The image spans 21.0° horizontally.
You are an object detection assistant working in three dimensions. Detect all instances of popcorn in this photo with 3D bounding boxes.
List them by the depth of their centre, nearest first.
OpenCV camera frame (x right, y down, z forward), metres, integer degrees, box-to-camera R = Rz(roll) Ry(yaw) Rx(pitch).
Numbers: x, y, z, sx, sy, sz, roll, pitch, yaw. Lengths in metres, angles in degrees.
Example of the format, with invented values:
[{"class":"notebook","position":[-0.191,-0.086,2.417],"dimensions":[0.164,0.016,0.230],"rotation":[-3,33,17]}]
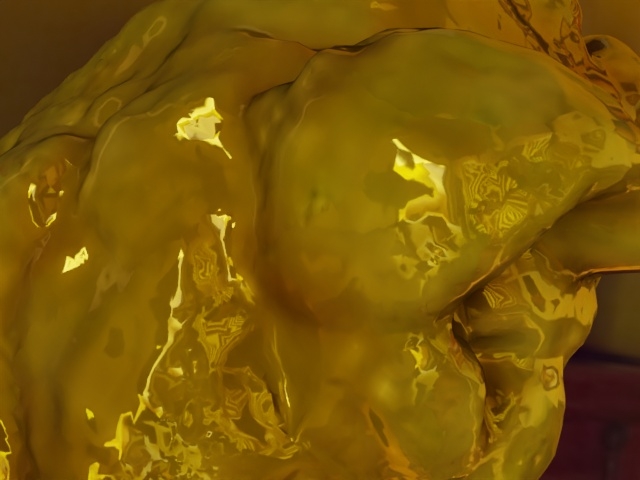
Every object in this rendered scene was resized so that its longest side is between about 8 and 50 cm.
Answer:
[{"class":"popcorn","position":[-0.013,-0.003,0.695],"dimensions":[0.293,0.292,0.334],"rotation":[11,31,-11]}]
